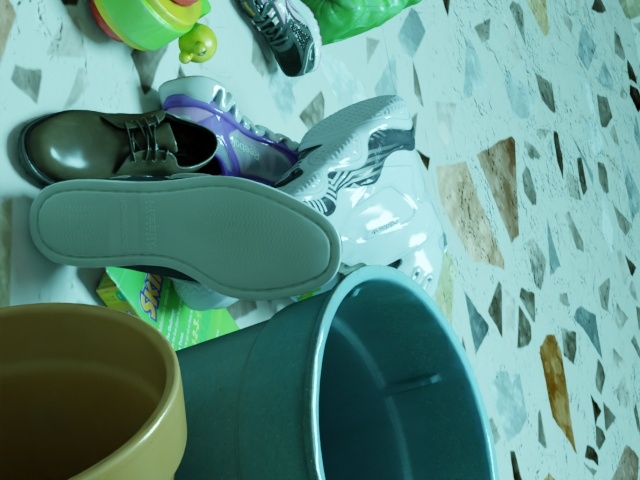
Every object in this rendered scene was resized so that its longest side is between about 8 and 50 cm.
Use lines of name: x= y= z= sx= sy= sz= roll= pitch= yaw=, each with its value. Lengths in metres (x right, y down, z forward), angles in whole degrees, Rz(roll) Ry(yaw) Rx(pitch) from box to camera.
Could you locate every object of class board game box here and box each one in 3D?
board game box: x=-0.145 y=0.083 z=1.808 sx=0.259 sy=0.039 sz=0.124 roll=60 pitch=31 yaw=-32

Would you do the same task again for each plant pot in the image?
plant pot: x=-0.060 y=0.220 z=1.583 sx=0.341 sy=0.334 sz=0.341 roll=33 pitch=50 yaw=-52
plant pot: x=-0.234 y=0.206 z=1.366 sx=0.291 sy=0.291 sz=0.203 roll=-57 pitch=144 yaw=-54

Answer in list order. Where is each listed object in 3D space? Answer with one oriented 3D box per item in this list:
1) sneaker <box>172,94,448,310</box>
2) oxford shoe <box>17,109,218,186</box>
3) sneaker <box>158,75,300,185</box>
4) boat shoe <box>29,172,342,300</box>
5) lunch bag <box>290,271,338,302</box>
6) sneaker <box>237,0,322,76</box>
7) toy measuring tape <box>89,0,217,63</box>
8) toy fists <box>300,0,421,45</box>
sneaker: x=0.009 y=0.014 z=1.875 sx=0.366 sy=0.137 sz=0.210 roll=-43 pitch=114 yaw=-38
oxford shoe: x=-0.193 y=-0.098 z=1.722 sx=0.227 sy=0.096 sz=0.083 roll=-8 pitch=83 yaw=-47
sneaker: x=-0.097 y=-0.082 z=1.924 sx=0.236 sy=0.095 sz=0.104 roll=35 pitch=55 yaw=-45
boat shoe: x=-0.115 y=-0.013 z=1.633 sx=0.091 sy=0.302 sz=0.114 roll=-17 pitch=118 yaw=-71
lunch bag: x=0.000 y=0.000 z=2.054 sx=0.129 sy=0.096 sz=0.151 roll=42 pitch=33 yaw=-40
sneaker: x=-0.064 y=-0.275 z=2.103 sx=0.077 sy=0.072 sz=0.178 roll=-22 pitch=89 yaw=-50
toy measuring tape: x=-0.215 y=-0.296 z=1.783 sx=0.330 sy=0.121 sz=0.121 roll=49 pitch=37 yaw=-27
toy fists: x=0.058 y=-0.320 z=2.248 sx=0.279 sy=0.142 sz=0.096 roll=-37 pitch=110 yaw=-61
